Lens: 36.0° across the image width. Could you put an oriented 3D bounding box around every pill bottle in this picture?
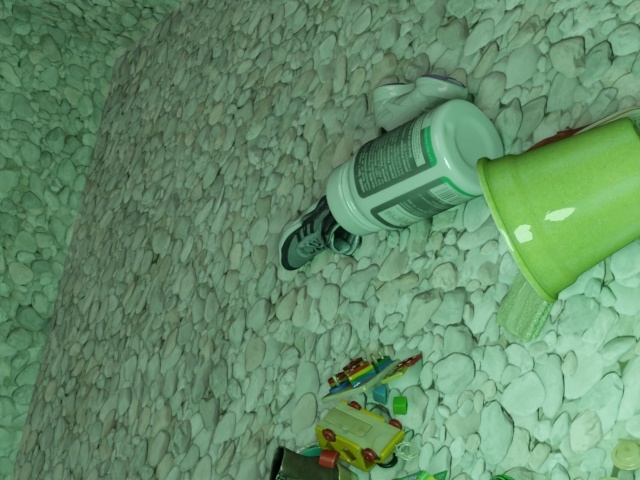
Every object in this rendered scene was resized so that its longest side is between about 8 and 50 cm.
[{"bbox_3d":[0.189,-0.141,2.073,0.361,0.204,0.204,-23,51,45],"label":"pill bottle"}]

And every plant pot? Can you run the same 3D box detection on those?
[{"bbox_3d":[0.438,-0.071,1.637,0.254,0.276,0.276,-27,46,21],"label":"plant pot"}]

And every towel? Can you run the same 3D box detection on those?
[{"bbox_3d":[0.382,0.106,1.799,0.110,0.027,0.148,33,97,56],"label":"towel"}]

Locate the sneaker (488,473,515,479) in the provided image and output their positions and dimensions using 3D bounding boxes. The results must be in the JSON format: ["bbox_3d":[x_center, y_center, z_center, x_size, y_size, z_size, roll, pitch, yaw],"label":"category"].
[{"bbox_3d":[0.237,0.524,1.668,0.343,0.134,0.146,-48,-1,35],"label":"sneaker"}]

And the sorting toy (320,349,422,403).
[{"bbox_3d":[0.082,0.273,2.019,0.275,0.132,0.046,-25,92,44],"label":"sorting toy"}]

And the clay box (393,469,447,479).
[{"bbox_3d":[0.132,0.488,1.715,0.222,0.053,0.127,-56,7,-33],"label":"clay box"}]

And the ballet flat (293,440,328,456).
[{"bbox_3d":[-0.061,0.508,2.113,0.241,0.091,0.077,-51,13,14],"label":"ballet flat"}]

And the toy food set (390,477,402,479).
[{"bbox_3d":[0.139,0.517,1.869,0.192,0.039,0.132,-22,45,54],"label":"toy food set"}]

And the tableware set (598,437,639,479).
[{"bbox_3d":[0.476,0.349,1.442,0.141,0.020,0.168,4,45,40],"label":"tableware set"}]

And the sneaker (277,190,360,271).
[{"bbox_3d":[0.000,0.000,2.339,0.268,0.101,0.153,-48,34,20],"label":"sneaker"}]

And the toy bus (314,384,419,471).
[{"bbox_3d":[0.091,0.401,1.940,0.191,0.104,0.202,-11,36,1],"label":"toy bus"}]

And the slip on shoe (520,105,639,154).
[{"bbox_3d":[0.464,-0.164,1.789,0.331,0.123,0.101,-32,41,47],"label":"slip on shoe"}]

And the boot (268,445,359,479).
[{"bbox_3d":[-0.028,0.541,1.922,0.090,0.207,0.248,-18,55,49],"label":"boot"}]

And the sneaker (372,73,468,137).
[{"bbox_3d":[0.227,-0.292,2.235,0.305,0.114,0.152,-3,81,59],"label":"sneaker"}]
